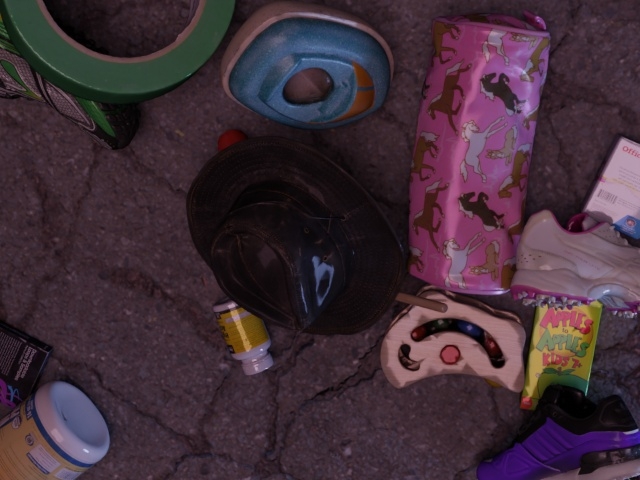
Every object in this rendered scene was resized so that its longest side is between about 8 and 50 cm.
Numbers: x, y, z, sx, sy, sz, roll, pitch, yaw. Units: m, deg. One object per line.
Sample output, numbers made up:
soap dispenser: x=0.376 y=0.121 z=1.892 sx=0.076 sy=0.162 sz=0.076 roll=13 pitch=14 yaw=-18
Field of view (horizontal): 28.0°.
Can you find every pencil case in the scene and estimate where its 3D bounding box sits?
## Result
pencil case: x=0.217 y=-0.124 z=1.767 sx=0.160 sy=0.167 sz=0.386 roll=13 pitch=106 yaw=34

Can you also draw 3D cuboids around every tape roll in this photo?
tape roll: x=-0.278 y=-0.351 z=1.754 sx=0.321 sy=0.077 sz=0.321 roll=2 pitch=83 yaw=-17

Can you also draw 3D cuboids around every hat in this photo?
hat: x=-0.051 y=0.031 z=1.737 sx=0.331 sy=0.134 sz=0.331 roll=10 pitch=127 yaw=14

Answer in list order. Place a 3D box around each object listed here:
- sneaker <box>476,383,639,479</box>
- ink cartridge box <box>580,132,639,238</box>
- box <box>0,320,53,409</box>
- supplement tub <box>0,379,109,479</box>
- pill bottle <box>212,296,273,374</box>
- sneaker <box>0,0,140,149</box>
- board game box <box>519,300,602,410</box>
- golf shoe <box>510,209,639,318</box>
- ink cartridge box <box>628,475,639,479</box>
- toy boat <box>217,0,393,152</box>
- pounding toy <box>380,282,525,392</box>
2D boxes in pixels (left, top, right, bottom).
sneaker: x=0.334 y=0.279 z=1.830 sx=0.293 sy=0.102 sz=0.146 roll=-21 pitch=80 yaw=47
ink cartridge box: x=0.431 y=-0.078 z=1.799 sx=0.088 sy=0.052 sz=0.122 roll=25 pitch=106 yaw=2
box: x=-0.511 y=0.182 z=2.005 sx=0.162 sy=0.029 sz=0.116 roll=28 pitch=105 yaw=3
supplement tub: x=-0.438 y=0.324 z=1.964 sx=0.199 sy=0.144 sz=0.144 roll=-38 pitch=94 yaw=13
pill bottle: x=-0.112 y=0.139 z=1.918 sx=0.065 sy=0.065 sz=0.116 roll=-20 pitch=98 yaw=12
sneaker: x=-0.404 y=-0.246 z=1.860 sx=0.343 sy=0.134 sz=0.146 roll=41 pitch=111 yaw=7
board game box: x=0.349 y=0.160 z=1.866 sx=0.092 sy=0.043 sz=0.181 roll=9 pitch=103 yaw=7
golf shoe: x=0.407 y=0.034 z=1.769 sx=0.306 sy=0.115 sz=0.140 roll=8 pitch=77 yaw=-22
ink cartridge box: x=0.507 y=0.372 z=1.854 sx=0.062 sy=0.109 sz=0.209 roll=-35 pitch=95 yaw=13
toy boat: x=-0.036 y=-0.176 z=1.770 sx=0.318 sy=0.267 sz=0.148 roll=-52 pitch=48 yaw=33
pounding toy: x=0.167 y=0.153 z=1.833 sx=0.269 sy=0.155 sz=0.154 roll=20 pitch=100 yaw=4
